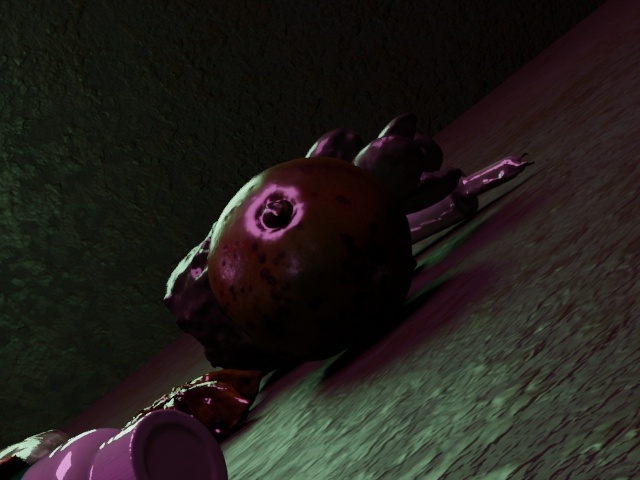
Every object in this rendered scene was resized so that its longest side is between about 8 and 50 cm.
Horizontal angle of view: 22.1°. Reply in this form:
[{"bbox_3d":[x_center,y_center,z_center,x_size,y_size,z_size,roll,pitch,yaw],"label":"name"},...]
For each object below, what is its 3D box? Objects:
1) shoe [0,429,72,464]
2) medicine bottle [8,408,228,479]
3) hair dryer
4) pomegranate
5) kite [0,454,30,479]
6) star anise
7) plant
[{"bbox_3d":[-0.334,0.278,1.559,0.293,0.109,0.149,-33,1,26],"label":"shoe"},{"bbox_3d":[-0.158,0.180,0.985,0.260,0.095,0.095,-34,4,42],"label":"medicine bottle"},{"bbox_3d":[0.049,-0.005,1.559,0.357,0.107,0.173,-29,10,31],"label":"hair dryer"},{"bbox_3d":[-0.002,0.022,1.270,0.159,0.159,0.205,-37,-24,1],"label":"pomegranate"},{"bbox_3d":[-0.243,0.186,1.090,0.321,0.016,0.234,-1,-30,-38],"label":"kite"},{"bbox_3d":[-0.115,0.149,1.332,0.168,0.057,0.168,-39,3,2],"label":"star anise"},{"bbox_3d":[-0.001,0.001,1.439,0.274,0.149,0.146,-40,9,13],"label":"plant"}]
